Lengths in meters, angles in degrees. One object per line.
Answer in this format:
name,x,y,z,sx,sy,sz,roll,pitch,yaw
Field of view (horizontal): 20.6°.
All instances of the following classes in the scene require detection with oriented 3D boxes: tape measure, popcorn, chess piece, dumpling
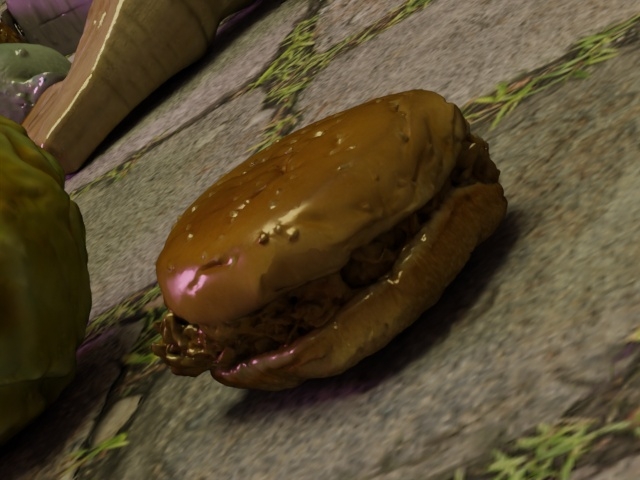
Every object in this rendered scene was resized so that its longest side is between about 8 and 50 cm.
tape measure,-0.195,-0.290,1.852,0.236,0.120,0.197,-18,21,34
popcorn,-0.215,0.021,0.887,0.183,0.204,0.221,-47,9,39
chess piece,-0.151,-0.173,1.476,0.301,0.137,0.137,-54,23,-21
dumpling,-0.284,-0.114,1.599,0.219,0.153,0.108,-7,73,30

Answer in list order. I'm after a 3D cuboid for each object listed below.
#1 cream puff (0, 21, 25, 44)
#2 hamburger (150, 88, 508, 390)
cream puff,-0.346,-0.171,1.803,0.103,0.126,0.144,-27,19,-32
hamburger,0.000,0.000,0.735,0.147,0.083,0.138,-43,14,-35
